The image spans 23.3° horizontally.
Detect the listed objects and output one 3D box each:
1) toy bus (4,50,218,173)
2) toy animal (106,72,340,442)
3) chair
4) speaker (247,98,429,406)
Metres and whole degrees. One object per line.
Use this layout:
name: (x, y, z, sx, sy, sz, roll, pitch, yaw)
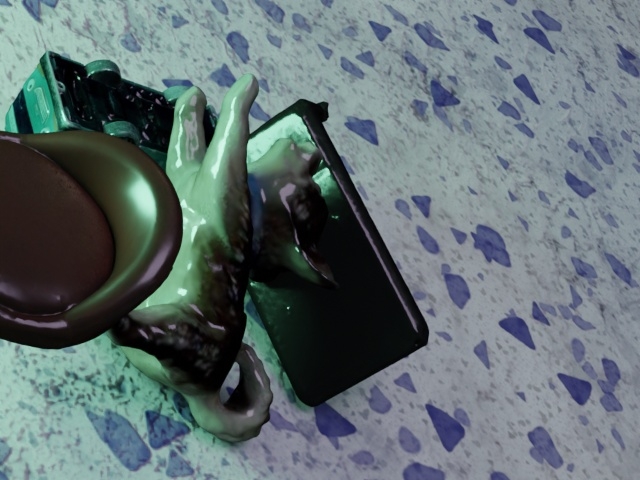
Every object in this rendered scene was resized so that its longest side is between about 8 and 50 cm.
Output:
toy bus: (-0.239, -0.112, 1.815, 0.256, 0.147, 0.128, 16, 42, -43)
toy animal: (-0.099, 0.029, 1.714, 0.302, 0.194, 0.344, 47, 67, -27)
chair: (-0.313, 0.061, 1.330, 0.227, 0.401, 0.226, 29, 37, -24)
speaker: (0.000, 0.000, 1.929, 0.388, 0.180, 0.184, 65, 16, 16)
